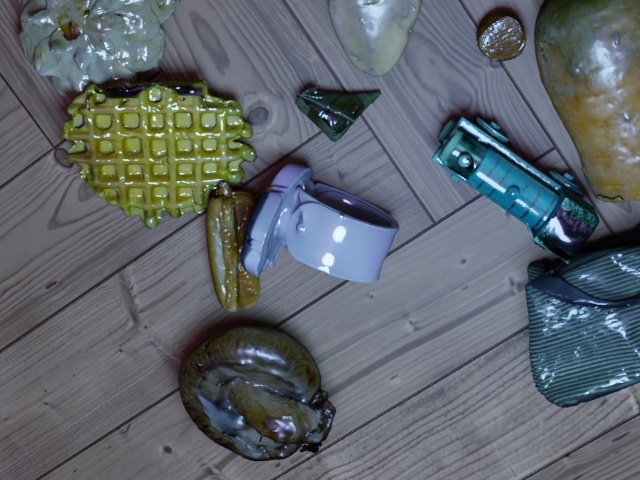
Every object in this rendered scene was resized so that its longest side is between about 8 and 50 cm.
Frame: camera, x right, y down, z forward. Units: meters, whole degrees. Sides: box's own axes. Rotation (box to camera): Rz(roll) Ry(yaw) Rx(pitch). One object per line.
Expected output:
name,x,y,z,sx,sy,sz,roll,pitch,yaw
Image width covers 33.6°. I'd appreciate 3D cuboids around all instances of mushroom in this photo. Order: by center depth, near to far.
mushroom,-0.101,0.277,1.901,0.283,0.195,0.263,32,114,15

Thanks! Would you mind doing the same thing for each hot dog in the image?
hot dog,-0.158,0.009,1.900,0.102,0.076,0.249,-17,117,-30

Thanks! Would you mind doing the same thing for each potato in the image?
potato,0.084,-0.395,1.748,0.161,0.128,0.235,23,111,5

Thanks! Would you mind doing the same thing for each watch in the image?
watch,0.000,0.000,1.797,0.231,0.244,0.196,26,105,7

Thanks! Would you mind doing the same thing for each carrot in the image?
carrot,0.476,-0.253,1.696,0.224,0.224,0.341,-22,108,11

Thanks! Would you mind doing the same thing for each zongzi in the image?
zongzi,0.026,-0.247,1.833,0.109,0.055,0.119,42,93,-3

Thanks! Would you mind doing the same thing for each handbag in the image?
handbag,0.498,0.118,1.781,0.340,0.247,0.240,-21,92,12

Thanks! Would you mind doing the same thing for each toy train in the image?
toy train,0.322,-0.093,1.763,0.298,0.194,0.120,34,106,-2

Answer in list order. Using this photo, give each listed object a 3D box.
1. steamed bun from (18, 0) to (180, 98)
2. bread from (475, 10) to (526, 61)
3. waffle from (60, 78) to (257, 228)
steamed bun,-0.390,-0.385,1.802,0.295,0.137,0.292,-5,102,9
bread,0.302,-0.341,1.775,0.085,0.053,0.085,0,115,0
waffle,-0.278,-0.167,1.842,0.311,0.060,0.307,-31,121,10
